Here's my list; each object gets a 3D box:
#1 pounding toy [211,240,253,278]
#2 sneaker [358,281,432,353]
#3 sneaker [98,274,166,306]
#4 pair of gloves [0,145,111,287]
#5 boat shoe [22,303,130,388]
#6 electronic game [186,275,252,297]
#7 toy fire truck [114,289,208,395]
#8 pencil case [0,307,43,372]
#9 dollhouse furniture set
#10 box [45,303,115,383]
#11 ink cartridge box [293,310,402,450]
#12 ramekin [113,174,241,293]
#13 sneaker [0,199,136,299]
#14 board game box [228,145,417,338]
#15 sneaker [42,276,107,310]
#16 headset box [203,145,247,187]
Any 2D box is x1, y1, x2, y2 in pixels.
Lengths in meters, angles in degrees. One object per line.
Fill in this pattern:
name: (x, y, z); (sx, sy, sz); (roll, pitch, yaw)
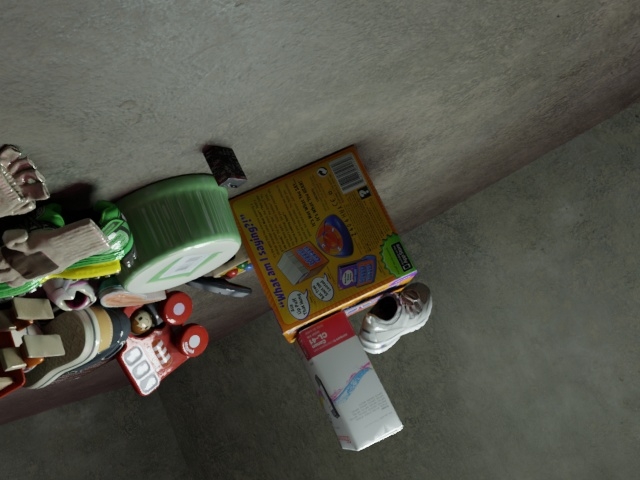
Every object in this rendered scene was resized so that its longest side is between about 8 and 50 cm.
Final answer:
pounding toy: (-0.277, 0.074, 1.882); (0.181, 0.094, 0.206); (-27, 168, 8)
sneaker: (0.202, 0.173, 1.523); (0.281, 0.105, 0.115); (-35, 137, -44)
sneaker: (-0.476, 0.097, 1.504); (0.108, 0.121, 0.302); (-14, 173, 1)
pair of gloves: (-0.478, -0.025, 0.943); (0.204, 0.042, 0.240); (-25, 136, 9)
boat shoe: (-0.675, 0.274, 1.580); (0.500, 0.187, 0.156); (-22, 170, 37)
electronic game: (-0.328, 0.136, 1.899); (0.229, 0.048, 0.229); (13, 177, 1)
toy fire truck: (-0.502, 0.280, 1.792); (0.169, 0.302, 0.254); (9, -141, 43)
pencil case: (-0.797, 0.239, 1.323); (0.184, 0.159, 0.410); (-66, 163, 2)
dollhouse furniture set: (-0.634, 0.171, 1.157); (0.262, 0.259, 0.135); (-28, 165, 14)
box: (-0.724, 0.304, 1.771); (0.203, 0.169, 0.167); (-30, 167, 20)
ink cartridge box: (0.057, 0.349, 1.493); (0.131, 0.306, 0.226); (-23, 167, -13)
ramekin: (-0.322, -0.004, 1.314); (0.303, 0.148, 0.303); (-24, 168, -5)
sneaker: (-0.517, 0.001, 1.078); (0.343, 0.134, 0.146); (-14, 129, -20)
board game box: (-0.002, 0.029, 1.611); (0.356, 0.357, 0.356); (-24, 168, -6)
sneaker: (-0.569, 0.113, 1.403); (0.102, 0.111, 0.252); (-27, 168, 7)
headset box: (-0.183, -0.139, 1.174); (0.032, 0.083, 0.062); (-32, 168, 26)
